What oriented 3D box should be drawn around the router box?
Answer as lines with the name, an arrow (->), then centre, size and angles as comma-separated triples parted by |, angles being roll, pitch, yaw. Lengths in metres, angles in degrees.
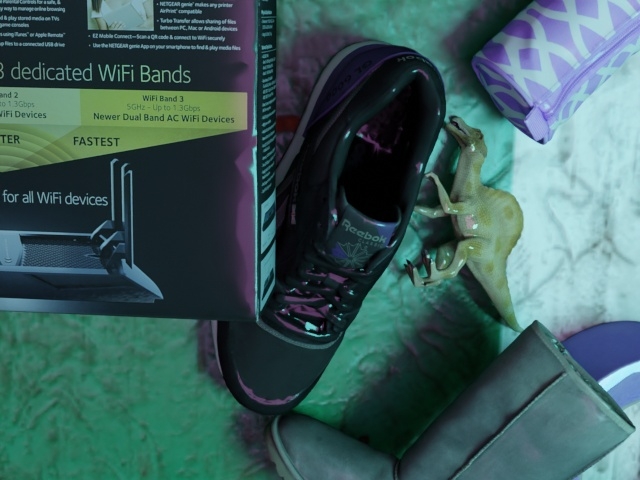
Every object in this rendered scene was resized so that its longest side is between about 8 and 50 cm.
router box -> -0.182, -0.081, 0.605 | 0.308, 0.081, 0.243 | 3, 104, 4

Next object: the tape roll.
tape roll -> 0.249, 0.165, 0.778 | 0.188, 0.080, 0.189 | -2, 104, -8

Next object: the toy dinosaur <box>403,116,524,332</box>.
toy dinosaur -> 0.112, 0.005, 0.724 | 0.092, 0.053, 0.183 | -20, 106, -15

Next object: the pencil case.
pencil case -> 0.204, -0.157, 0.685 | 0.206, 0.088, 0.086 | -42, 133, 4

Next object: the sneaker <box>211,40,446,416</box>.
sneaker -> 0.000, 0.000, 0.670 | 0.107, 0.124, 0.283 | 18, 100, -13

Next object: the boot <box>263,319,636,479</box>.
boot -> 0.087, 0.136, 0.708 | 0.189, 0.076, 0.208 | 41, 112, -1
